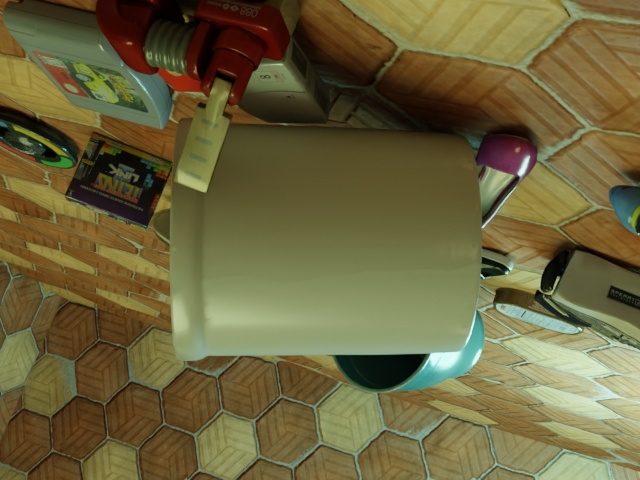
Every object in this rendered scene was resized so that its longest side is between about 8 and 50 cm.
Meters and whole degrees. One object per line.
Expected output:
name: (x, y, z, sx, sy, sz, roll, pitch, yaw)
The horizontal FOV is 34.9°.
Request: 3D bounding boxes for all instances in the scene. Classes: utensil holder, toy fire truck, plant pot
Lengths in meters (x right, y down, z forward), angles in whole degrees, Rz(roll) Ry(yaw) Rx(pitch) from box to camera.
utensil holder: (0.000, 0.000, 1.390, 0.385, 0.327, 0.327, 0, 165, -4)
toy fire truck: (-0.156, -0.205, 1.173, 0.217, 0.246, 0.158, 16, 164, 15)
plant pot: (0.199, 0.189, 2.109, 0.271, 0.272, 0.255, 6, 173, 42)

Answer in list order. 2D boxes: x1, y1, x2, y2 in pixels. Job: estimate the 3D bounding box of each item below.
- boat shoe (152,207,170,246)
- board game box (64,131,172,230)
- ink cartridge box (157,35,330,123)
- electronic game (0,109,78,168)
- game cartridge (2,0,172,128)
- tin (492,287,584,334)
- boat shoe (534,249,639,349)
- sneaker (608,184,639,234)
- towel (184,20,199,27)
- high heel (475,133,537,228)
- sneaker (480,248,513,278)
boat shoe: (-0.222, 0.020, 2.275, 0.324, 0.116, 0.097, 16, 148, -5)
board game box: (-0.394, -0.115, 1.996, 0.170, 0.141, 0.048, 21, 165, -5)
ink cartridge box: (-0.122, -0.210, 1.333, 0.232, 0.066, 0.189, -2, 164, 17)
electronic game: (-0.617, -0.209, 2.131, 0.229, 0.048, 0.229, 18, 165, 5)
game cartridge: (-0.344, -0.266, 1.582, 0.196, 0.060, 0.294, 12, 163, 15)
tin: (0.439, 0.144, 2.042, 0.189, 0.040, 0.106, 18, 161, 7)
boat shoe: (0.524, 0.119, 1.717, 0.340, 0.127, 0.158, 28, 171, 1)
sneaker: (0.471, -0.028, 1.374, 0.209, 0.069, 0.082, 20, -160, -34)
towel: (-0.125, -0.263, 1.351, 0.119, 0.029, 0.067, 15, 164, 20)
high heel: (0.230, -0.066, 1.414, 0.082, 0.117, 0.244, 22, 165, -7)
sneaker: (0.246, 0.075, 1.879, 0.217, 0.121, 0.079, 7, 161, 39)
